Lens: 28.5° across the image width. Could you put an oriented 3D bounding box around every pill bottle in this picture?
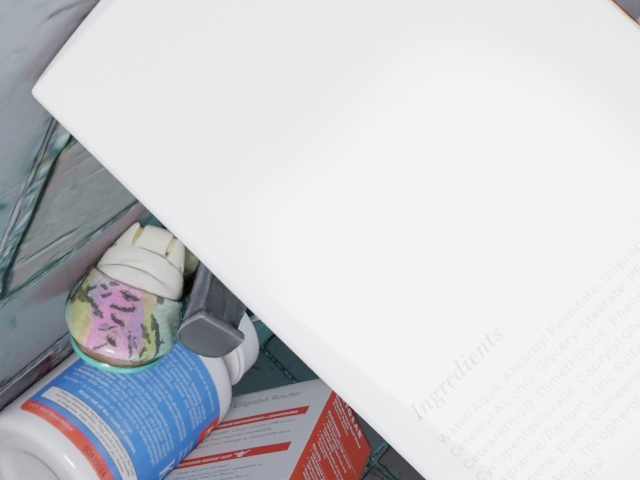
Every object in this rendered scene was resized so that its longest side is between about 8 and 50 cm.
[{"bbox_3d":[-0.148,0.128,1.003,0.221,0.124,0.124,-42,174,-41],"label":"pill bottle"}]

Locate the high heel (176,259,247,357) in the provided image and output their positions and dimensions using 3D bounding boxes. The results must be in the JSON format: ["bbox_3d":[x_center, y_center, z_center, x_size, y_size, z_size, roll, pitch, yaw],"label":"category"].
[{"bbox_3d":[0.019,-0.050,0.756,0.261,0.093,0.186,-27,-144,36],"label":"high heel"}]

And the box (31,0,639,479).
[{"bbox_3d":[0.088,-0.002,0.529,0.168,0.345,0.215,-47,177,10],"label":"box"}]

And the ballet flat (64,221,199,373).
[{"bbox_3d":[-0.111,0.025,0.830,0.221,0.076,0.079,-50,165,-82],"label":"ballet flat"}]

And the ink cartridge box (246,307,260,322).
[{"bbox_3d":[0.000,0.000,1.148,0.208,0.045,0.206,-24,-166,29],"label":"ink cartridge box"}]

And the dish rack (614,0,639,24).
[{"bbox_3d":[0.155,-0.153,0.757,0.285,0.072,0.333,-47,-149,48],"label":"dish rack"}]

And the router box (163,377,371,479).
[{"bbox_3d":[-0.155,0.249,1.009,0.335,0.082,0.301,-14,-159,25],"label":"router box"}]
